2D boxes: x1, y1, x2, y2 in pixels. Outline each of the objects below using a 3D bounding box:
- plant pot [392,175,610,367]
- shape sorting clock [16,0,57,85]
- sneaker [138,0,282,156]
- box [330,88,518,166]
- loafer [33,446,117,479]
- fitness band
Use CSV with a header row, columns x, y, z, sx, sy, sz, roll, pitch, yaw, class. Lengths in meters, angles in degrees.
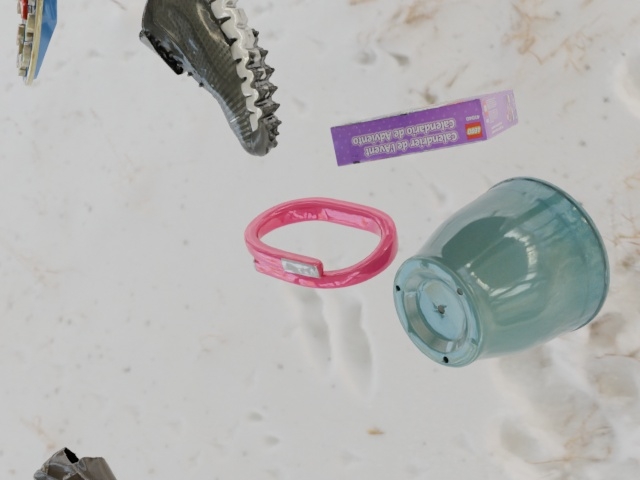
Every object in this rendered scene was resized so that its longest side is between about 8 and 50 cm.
x,y,z,sx,sy,sz,roll,pitch,yaw,class
0.262,0.065,1.395,0.271,0.255,0.272,29,130,41,plant pot
-0.341,-0.285,1.048,0.206,0.040,0.206,-17,70,61,shape sorting clock
-0.112,-0.184,0.842,0.106,0.078,0.234,-17,99,14,sneaker
0.156,-0.161,1.250,0.201,0.293,0.057,-9,98,22,box
-0.354,0.370,1.374,0.220,0.080,0.078,12,68,33,loafer
0.000,0.000,1.579,0.291,0.209,0.054,16,130,37,fitness band
